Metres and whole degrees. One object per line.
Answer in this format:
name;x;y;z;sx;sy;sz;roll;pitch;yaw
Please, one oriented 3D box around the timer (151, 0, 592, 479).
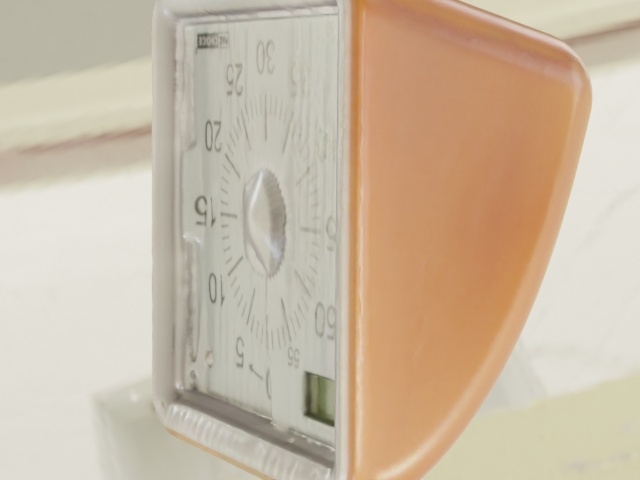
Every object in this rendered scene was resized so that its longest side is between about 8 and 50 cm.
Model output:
timer;0.000;0.000;0.955;0.161;0.250;0.257;15;178;-26
